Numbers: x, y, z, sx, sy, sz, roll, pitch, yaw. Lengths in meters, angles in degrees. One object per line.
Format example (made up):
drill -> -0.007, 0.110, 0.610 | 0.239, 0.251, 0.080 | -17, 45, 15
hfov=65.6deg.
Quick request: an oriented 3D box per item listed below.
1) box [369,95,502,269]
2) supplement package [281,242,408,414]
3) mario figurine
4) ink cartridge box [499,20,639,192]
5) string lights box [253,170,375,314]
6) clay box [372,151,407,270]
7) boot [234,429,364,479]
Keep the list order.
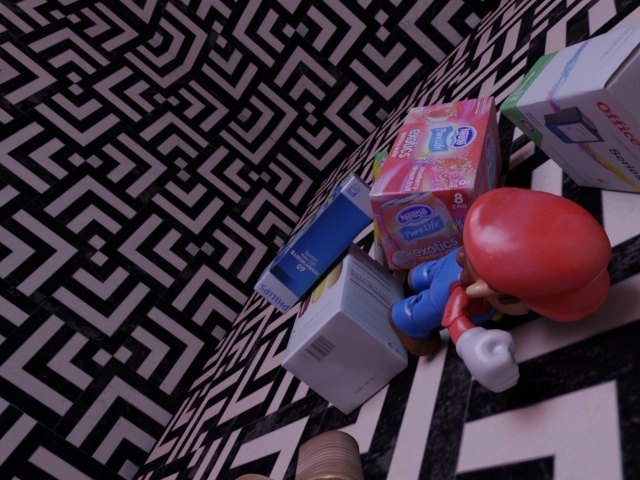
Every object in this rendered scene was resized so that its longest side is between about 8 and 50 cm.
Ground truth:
box -> 0.201, -0.100, 0.801 | 0.154, 0.142, 0.300 | -1, 37, 27
supplement package -> 0.047, 0.131, 0.820 | 0.139, 0.134, 0.244 | -46, 11, 22
mario figurine -> 0.199, 0.064, 0.554 | 0.320, 0.170, 0.198 | 126, 143, -68
ink cartridge box -> 0.314, -0.132, 0.529 | 0.093, 0.154, 0.212 | -50, 10, 3
string lights box -> 0.000, 0.000, 0.897 | 0.260, 0.076, 0.133 | -48, 6, 10
clay box -> 0.139, -0.061, 0.973 | 0.127, 0.053, 0.222 | -122, 30, -79
boot -> -0.052, 0.371, 0.553 | 0.283, 0.109, 0.220 | -39, 17, 20
